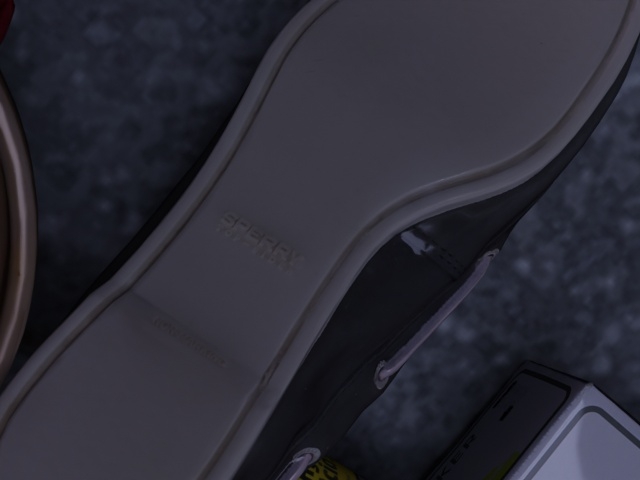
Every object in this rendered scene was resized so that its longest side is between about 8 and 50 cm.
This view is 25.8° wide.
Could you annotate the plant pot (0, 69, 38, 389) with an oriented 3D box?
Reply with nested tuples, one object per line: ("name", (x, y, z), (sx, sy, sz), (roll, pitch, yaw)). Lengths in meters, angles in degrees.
("plant pot", (-0.218, -0.013, 0.487), (0.237, 0.110, 0.237), (-3, 103, -11))

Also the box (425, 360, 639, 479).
("box", (0.152, 0.207, 0.589), (0.290, 0.087, 0.169), (42, 86, -6))

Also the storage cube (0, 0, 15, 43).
("storage cube", (-0.208, -0.024, 0.324), (0.184, 0.215, 0.193), (37, 101, -17))

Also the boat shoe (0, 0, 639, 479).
("boat shoe", (0.000, 0.000, 0.530), (0.112, 0.095, 0.335), (38, 69, 13))

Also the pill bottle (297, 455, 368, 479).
("pill bottle", (-0.033, 0.105, 0.575), (0.116, 0.065, 0.065), (32, 96, -17))
